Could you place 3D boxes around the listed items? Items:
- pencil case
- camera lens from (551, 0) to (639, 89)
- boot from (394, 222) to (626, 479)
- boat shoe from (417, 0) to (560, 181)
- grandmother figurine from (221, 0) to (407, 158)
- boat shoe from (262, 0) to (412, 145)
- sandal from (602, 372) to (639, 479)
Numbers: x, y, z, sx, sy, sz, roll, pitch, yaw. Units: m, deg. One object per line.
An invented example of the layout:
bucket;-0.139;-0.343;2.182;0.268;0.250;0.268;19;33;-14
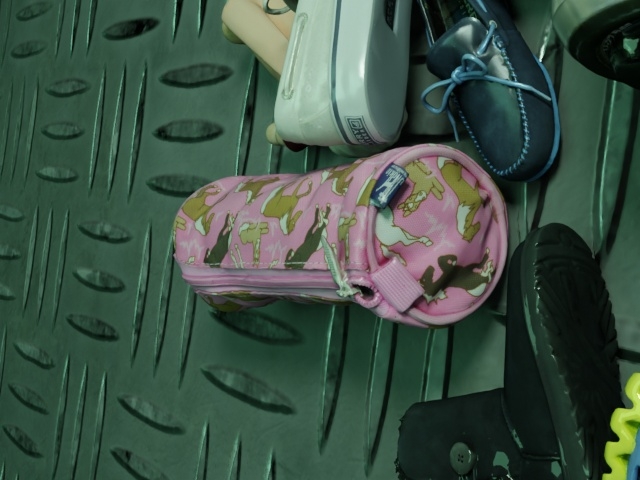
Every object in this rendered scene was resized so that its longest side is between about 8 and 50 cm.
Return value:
pencil case;0.000;0.000;0.953;0.386;0.167;0.160;-1;78;57
camera lens;0.255;-0.239;0.596;0.219;0.220;0.274;-7;79;54
boot;0.141;0.128;0.798;0.207;0.094;0.246;-22;73;47
boat shoe;0.128;-0.162;0.871;0.109;0.089;0.258;-49;48;38
grandmother figurine;-0.011;-0.191;1.065;0.342;0.104;0.207;53;134;48
boat shoe;0.009;-0.255;0.942;0.157;0.136;0.366;-3;71;26
sandal;0.281;0.089;0.597;0.138;0.126;0.317;32;111;47
